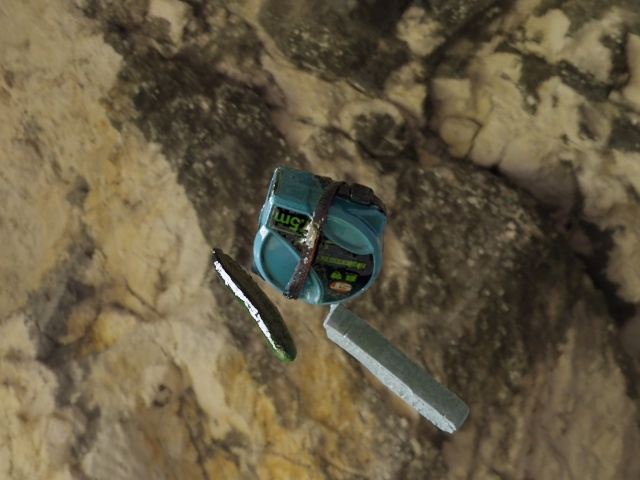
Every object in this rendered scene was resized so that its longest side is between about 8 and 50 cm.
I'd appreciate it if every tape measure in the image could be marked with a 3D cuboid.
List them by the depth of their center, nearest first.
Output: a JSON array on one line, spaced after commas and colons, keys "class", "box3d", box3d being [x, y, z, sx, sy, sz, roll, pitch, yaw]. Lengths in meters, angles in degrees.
[{"class": "tape measure", "box3d": [0.000, 0.000, 1.076, 0.125, 0.081, 0.146, 14, -50, -7]}]

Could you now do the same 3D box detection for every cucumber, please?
[{"class": "cucumber", "box3d": [-0.075, 0.072, 1.275, 0.036, 0.184, 0.033, -21, -41, -23]}]

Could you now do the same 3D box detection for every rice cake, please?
[{"class": "rice cake", "box3d": [0.071, 0.123, 1.064, 0.170, 0.029, 0.033, 40, -122, -2]}]
